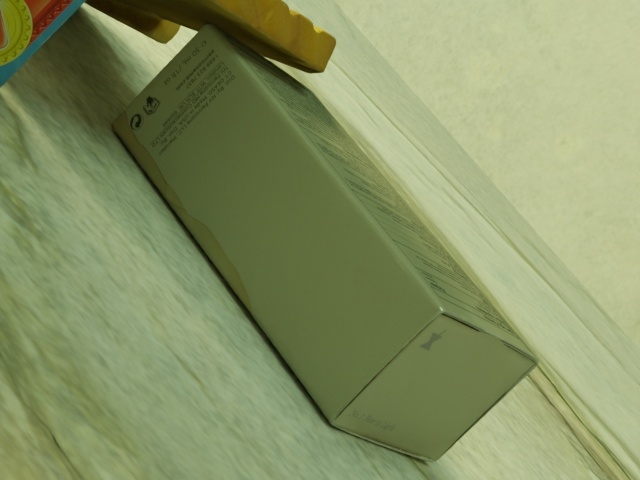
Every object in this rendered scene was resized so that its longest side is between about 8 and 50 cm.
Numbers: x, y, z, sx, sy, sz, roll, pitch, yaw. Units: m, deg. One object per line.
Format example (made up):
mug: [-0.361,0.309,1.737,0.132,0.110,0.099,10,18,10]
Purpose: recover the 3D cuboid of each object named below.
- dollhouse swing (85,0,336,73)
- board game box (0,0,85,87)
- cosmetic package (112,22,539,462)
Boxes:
dollhouse swing: [-0.143,-0.314,1.451,0.305,0.315,0.347,5,-11,30]
board game box: [-0.212,-0.287,1.129,0.302,0.308,0.086,38,17,-29]
cosmetic package: [0.000,0.000,1.377,0.160,0.113,0.309,29,20,-54]
